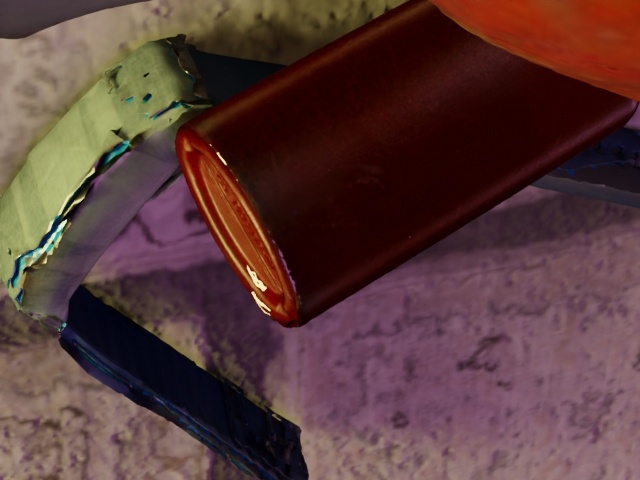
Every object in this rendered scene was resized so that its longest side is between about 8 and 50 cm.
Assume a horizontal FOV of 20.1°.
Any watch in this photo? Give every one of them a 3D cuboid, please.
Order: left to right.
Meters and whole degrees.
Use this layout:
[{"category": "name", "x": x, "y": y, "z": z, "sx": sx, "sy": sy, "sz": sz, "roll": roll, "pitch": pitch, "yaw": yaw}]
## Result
[{"category": "watch", "x": 0.005, "y": -0.010, "z": 0.888, "sx": 0.276, "sy": 0.068, "sz": 0.274, "roll": -41, "pitch": 131, "yaw": 12}]

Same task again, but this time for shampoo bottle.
[{"category": "shampoo bottle", "x": 0.066, "y": -0.065, "z": 0.815, "sx": 0.260, "sy": 0.064, "sz": 0.102, "roll": -30, "pitch": 95, "yaw": -23}]

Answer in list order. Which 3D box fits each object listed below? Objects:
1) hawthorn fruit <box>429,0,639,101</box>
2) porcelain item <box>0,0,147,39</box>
[{"category": "hawthorn fruit", "x": 0.098, "y": -0.187, "z": 0.655, "sx": 0.307, "sy": 0.276, "sz": 0.276, "roll": 5, "pitch": 128, "yaw": -8}, {"category": "porcelain item", "x": -0.062, "y": -0.173, "z": 0.457, "sx": 0.286, "sy": 0.157, "sz": 0.281, "roll": -23, "pitch": 170, "yaw": 32}]
